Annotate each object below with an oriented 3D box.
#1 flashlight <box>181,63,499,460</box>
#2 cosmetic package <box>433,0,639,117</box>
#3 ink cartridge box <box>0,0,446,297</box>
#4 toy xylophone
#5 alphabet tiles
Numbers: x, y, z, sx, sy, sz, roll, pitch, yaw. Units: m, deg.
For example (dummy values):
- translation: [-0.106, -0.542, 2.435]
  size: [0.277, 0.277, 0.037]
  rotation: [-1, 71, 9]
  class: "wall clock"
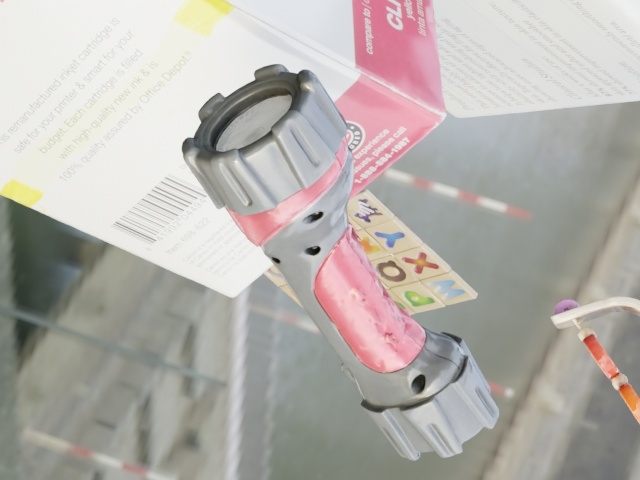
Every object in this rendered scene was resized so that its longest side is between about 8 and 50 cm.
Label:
- translation: [0.025, 0.024, 1.236]
  size: [0.304, 0.103, 0.103]
  rotation: [55, 5, -30]
  class: "flashlight"
- translation: [0.245, -0.359, 2.087]
  size: [0.329, 0.393, 0.327]
  rotation: [29, 67, -45]
  class: "cosmetic package"
- translation: [-0.141, -0.149, 1.388]
  size: [0.279, 0.384, 0.160]
  rotation: [-38, -141, 37]
  class: "ink cartridge box"
- translation: [0.315, 0.169, 1.605]
  size: [0.081, 0.323, 0.236]
  rotation: [-33, 162, 5]
  class: "toy xylophone"
- translation: [0.000, 0.000, 1.691]
  size: [0.237, 0.198, 0.009]
  rotation: [42, 54, -27]
  class: "alphabet tiles"
